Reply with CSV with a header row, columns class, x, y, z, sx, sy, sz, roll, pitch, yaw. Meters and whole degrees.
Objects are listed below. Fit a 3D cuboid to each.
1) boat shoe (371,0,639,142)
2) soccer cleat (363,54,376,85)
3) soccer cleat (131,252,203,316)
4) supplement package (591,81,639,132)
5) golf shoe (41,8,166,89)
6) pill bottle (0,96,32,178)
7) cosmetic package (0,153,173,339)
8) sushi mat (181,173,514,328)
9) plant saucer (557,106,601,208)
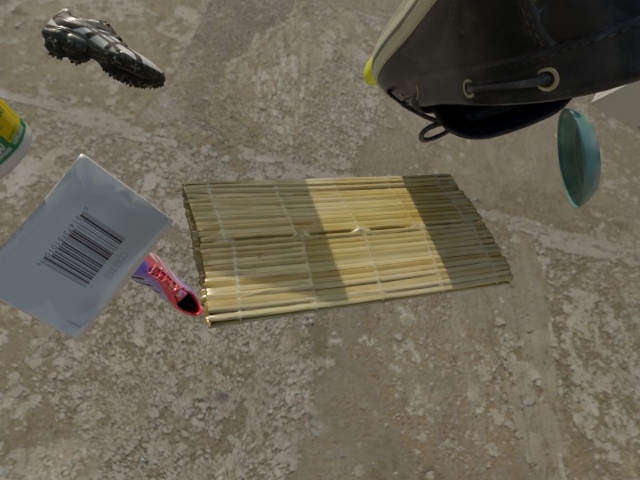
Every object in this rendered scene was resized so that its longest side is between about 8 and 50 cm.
class,x,y,z,sx,sy,sz,roll,pitch,yaw
boat shoe,0.169,-0.186,0.454,0.187,0.500,0.155,-22,98,4
soccer cleat,0.201,-0.487,1.032,0.121,0.289,0.093,-1,70,-47
soccer cleat,-0.382,0.107,1.051,0.095,0.248,0.083,15,60,39
supplement package,0.549,-0.266,0.539,0.200,0.198,0.262,30,89,-1
golf shoe,-0.367,-0.340,0.749,0.198,0.077,0.093,17,65,-29
pill bottle,-0.415,-0.155,0.426,0.118,0.208,0.117,-7,56,10
cosmetic package,-0.411,-0.001,0.721,0.156,0.385,0.217,42,71,-28
sushi mat,0.035,-0.005,0.424,0.317,0.019,0.151,-5,55,-22
plant saucer,0.299,-0.096,0.493,0.022,0.119,0.119,-7,54,19
